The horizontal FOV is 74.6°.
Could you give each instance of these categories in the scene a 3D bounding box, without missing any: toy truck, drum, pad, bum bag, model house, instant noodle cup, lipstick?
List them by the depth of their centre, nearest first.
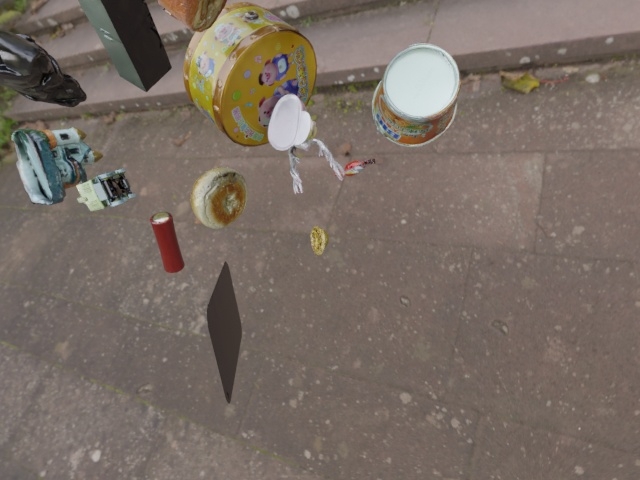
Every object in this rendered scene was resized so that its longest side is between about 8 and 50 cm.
[{"bbox_3d":[-0.537,-0.314,0.757,0.340,0.144,0.095,-154,81,-72],"label":"bum bag"},{"bbox_3d":[-0.271,0.188,1.071,0.063,0.315,0.375,-8,16,-4],"label":"pad"},{"bbox_3d":[-0.559,-0.125,1.075,0.116,0.085,0.191,-18,17,-7],"label":"toy truck"},{"bbox_3d":[0.308,-0.463,1.324,0.296,0.214,0.296,0,89,6],"label":"instant noodle cup"},{"bbox_3d":[-0.228,-0.550,1.415,0.431,0.431,0.214,-45,67,-5],"label":"drum"},{"bbox_3d":[-0.894,-0.284,1.492,0.184,0.253,0.291,6,25,28],"label":"model house"},{"bbox_3d":[-0.565,0.010,1.555,0.080,0.241,0.080,-1,37,1],"label":"lipstick"}]

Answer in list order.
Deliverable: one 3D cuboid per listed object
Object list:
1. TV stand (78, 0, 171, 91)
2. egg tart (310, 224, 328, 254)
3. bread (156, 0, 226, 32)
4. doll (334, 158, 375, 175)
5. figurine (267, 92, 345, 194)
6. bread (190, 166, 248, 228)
[{"bbox_3d":[-0.377,-0.417,0.797,0.082,0.269,0.088,33,72,11],"label":"TV stand"},{"bbox_3d":[0.000,0.000,1.730,0.049,0.129,0.129,-2,46,-26],"label":"egg tart"},{"bbox_3d":[-0.319,-0.646,1.063,0.190,0.123,0.244,-54,6,-30],"label":"bread"},{"bbox_3d":[0.151,-0.312,1.775,0.169,0.109,0.057,-22,93,40],"label":"doll"},{"bbox_3d":[-0.069,-0.331,1.513,0.206,0.315,0.284,-21,84,14],"label":"figurine"},{"bbox_3d":[-0.472,-0.205,1.945,0.158,0.305,0.305,33,78,29],"label":"bread"}]
